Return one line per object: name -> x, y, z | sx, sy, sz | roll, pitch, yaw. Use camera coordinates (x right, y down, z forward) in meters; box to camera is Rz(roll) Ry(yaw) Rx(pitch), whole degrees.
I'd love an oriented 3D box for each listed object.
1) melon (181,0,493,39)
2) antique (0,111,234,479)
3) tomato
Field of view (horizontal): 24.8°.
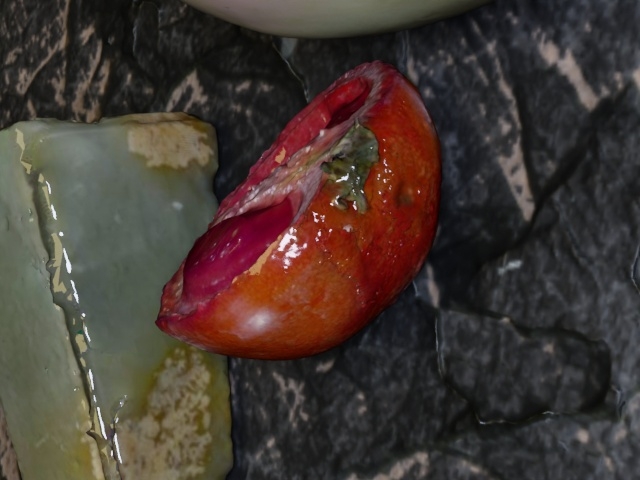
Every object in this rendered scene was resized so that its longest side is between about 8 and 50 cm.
melon -> 0.018, -0.214, 0.733 | 0.317, 0.223, 0.223 | -6, 80, 41
antique -> -0.136, 0.067, 0.933 | 0.125, 0.150, 0.284 | -17, 81, 48
tomato -> 0.000, 0.000, 0.818 | 0.189, 0.099, 0.173 | -55, 15, -29
